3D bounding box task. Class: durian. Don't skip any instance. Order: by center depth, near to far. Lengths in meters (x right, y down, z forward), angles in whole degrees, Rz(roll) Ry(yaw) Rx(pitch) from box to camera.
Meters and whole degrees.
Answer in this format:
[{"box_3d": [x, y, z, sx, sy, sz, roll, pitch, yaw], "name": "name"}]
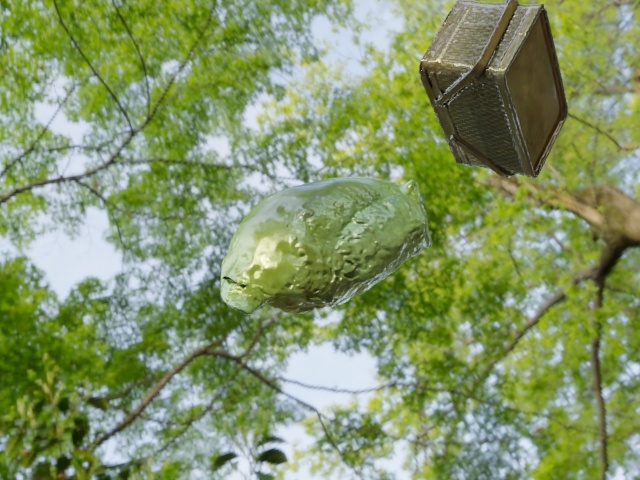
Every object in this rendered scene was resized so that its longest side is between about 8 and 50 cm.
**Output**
[{"box_3d": [0.000, 0.000, 0.797, 0.250, 0.139, 0.101, -16, -69, -30], "name": "durian"}]

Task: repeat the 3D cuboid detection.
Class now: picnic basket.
[{"box_3d": [0.276, -0.232, 1.284, 0.165, 0.139, 0.266, -60, -38, -22], "name": "picnic basket"}]
